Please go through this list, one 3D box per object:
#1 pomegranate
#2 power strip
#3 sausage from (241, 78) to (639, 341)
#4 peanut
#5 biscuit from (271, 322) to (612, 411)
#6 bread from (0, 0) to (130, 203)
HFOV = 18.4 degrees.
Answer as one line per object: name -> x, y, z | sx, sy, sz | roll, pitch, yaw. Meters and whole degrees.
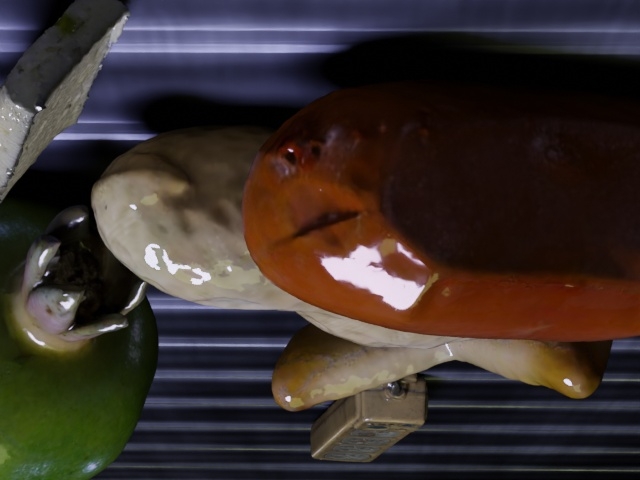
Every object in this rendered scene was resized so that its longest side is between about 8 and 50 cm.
pomegranate -> -0.167, 0.050, 1.101 | 0.187, 0.187, 0.225 | 10, 156, -31
power strip -> 0.041, 0.161, 1.756 | 0.064, 0.044, 0.305 | 4, 165, -9
sausage -> 0.090, -0.013, 0.941 | 0.258, 0.133, 0.133 | 2, 166, -18
peanut -> 0.000, 0.000, 1.036 | 0.263, 0.101, 0.117 | 13, 141, -38
biscuit -> 0.086, 0.043, 1.169 | 0.208, 0.047, 0.164 | -7, -153, 28
bread -> -0.125, -0.061, 0.879 | 0.028, 0.068, 0.154 | 41, 159, -3
